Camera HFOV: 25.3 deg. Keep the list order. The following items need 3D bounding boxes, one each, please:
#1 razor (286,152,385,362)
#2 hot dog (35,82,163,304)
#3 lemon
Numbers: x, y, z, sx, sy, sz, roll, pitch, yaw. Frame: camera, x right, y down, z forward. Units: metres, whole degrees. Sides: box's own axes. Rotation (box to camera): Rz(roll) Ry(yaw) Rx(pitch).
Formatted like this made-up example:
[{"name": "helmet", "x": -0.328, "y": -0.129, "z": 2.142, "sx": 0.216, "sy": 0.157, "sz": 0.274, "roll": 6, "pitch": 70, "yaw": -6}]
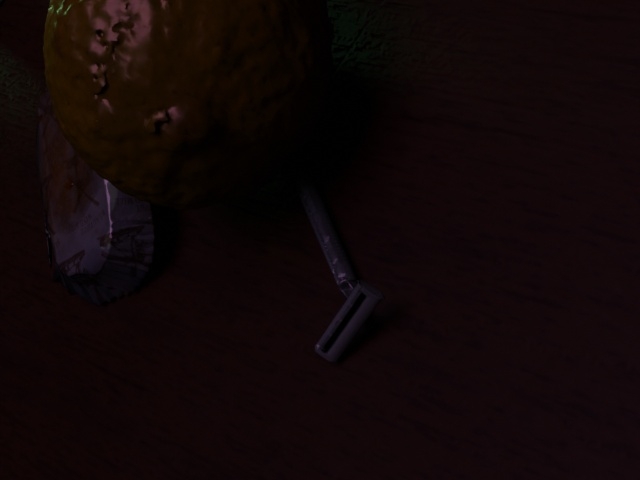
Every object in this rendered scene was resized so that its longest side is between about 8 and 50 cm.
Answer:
[{"name": "razor", "x": 0.006, "y": 0.001, "z": 1.249, "sx": 0.084, "sy": 0.036, "sz": 0.211, "roll": -55, "pitch": 36, "yaw": 34}, {"name": "hot dog", "x": -0.225, "y": -0.069, "z": 1.458, "sx": 0.162, "sy": 0.081, "sz": 0.270, "roll": -32, "pitch": 58, "yaw": 37}, {"name": "lemon", "x": -0.117, "y": -0.174, "z": 1.286, "sx": 0.268, "sy": 0.268, "sz": 0.322, "roll": -32, "pitch": 27, "yaw": 27}]
